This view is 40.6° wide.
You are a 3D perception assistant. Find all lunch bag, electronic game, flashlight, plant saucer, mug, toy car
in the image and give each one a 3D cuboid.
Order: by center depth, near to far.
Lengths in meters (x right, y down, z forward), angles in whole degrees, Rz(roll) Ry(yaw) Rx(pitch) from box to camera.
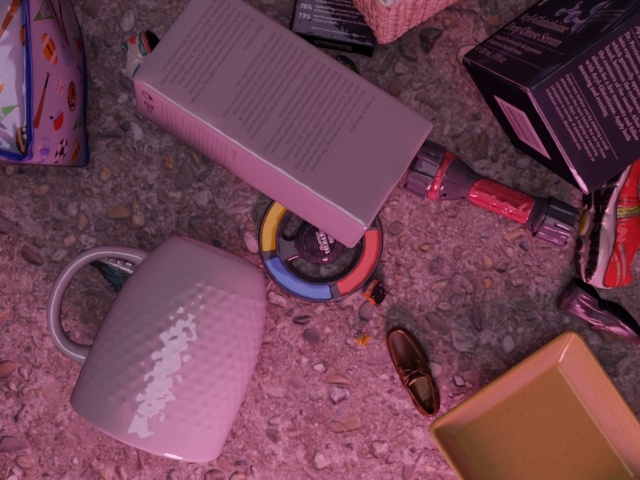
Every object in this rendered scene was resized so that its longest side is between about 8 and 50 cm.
[{"bbox_3d":[-0.532,-0.320,1.450,0.239,0.328,0.385,3,94,-1],"label":"lunch bag"},{"bbox_3d":[-0.281,0.150,1.481,0.374,0.276,0.328,23,90,-5],"label":"mug"},{"bbox_3d":[0.399,0.380,1.516,0.333,0.081,0.332,-31,82,-14],"label":"plant saucer"},{"bbox_3d":[0.302,-0.078,1.528,0.304,0.103,0.103,23,60,6],"label":"flashlight"},{"bbox_3d":[0.000,0.000,1.576,0.229,0.048,0.229,0,92,4],"label":"electronic game"},{"bbox_3d":[0.079,0.128,1.579,0.041,0.060,0.122,23,87,33],"label":"toy car"}]

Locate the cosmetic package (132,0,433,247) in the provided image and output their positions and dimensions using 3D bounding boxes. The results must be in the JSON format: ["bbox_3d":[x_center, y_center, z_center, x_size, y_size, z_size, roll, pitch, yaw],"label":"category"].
[{"bbox_3d":[-0.067,-0.211,1.482,0.453,0.161,0.230,33,74,0],"label":"cosmetic package"}]

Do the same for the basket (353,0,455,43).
[{"bbox_3d":[0.124,-0.507,1.300,0.266,0.331,0.328,-34,92,5],"label":"basket"}]

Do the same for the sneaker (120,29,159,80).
[{"bbox_3d":[-0.319,-0.297,1.581,0.075,0.057,0.161,-13,95,21],"label":"sneaker"}]

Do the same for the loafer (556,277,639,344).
[{"bbox_3d":[0.507,0.138,1.563,0.170,0.062,0.061,37,116,4],"label":"loafer"}]

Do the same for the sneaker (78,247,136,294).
[{"bbox_3d":[-0.373,0.066,1.594,0.167,0.065,0.076,21,98,3],"label":"sneaker"}]

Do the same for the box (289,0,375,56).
[{"bbox_3d":[0.038,-0.444,1.522,0.153,0.108,0.207,11,93,1],"label":"box"}]

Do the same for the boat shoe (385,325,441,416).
[{"bbox_3d":[0.173,0.239,1.576,0.064,0.060,0.178,-24,92,4],"label":"boat shoe"}]

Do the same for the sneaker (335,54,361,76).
[{"bbox_3d":[0.057,-0.303,1.565,0.031,0.035,0.083,-37,91,3],"label":"sneaker"}]

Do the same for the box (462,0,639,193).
[{"bbox_3d":[0.481,-0.304,1.393,0.395,0.293,0.212,-35,113,3],"label":"box"}]

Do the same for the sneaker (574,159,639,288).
[{"bbox_3d":[0.535,-0.051,1.541,0.118,0.107,0.279,10,97,-16],"label":"sneaker"}]
